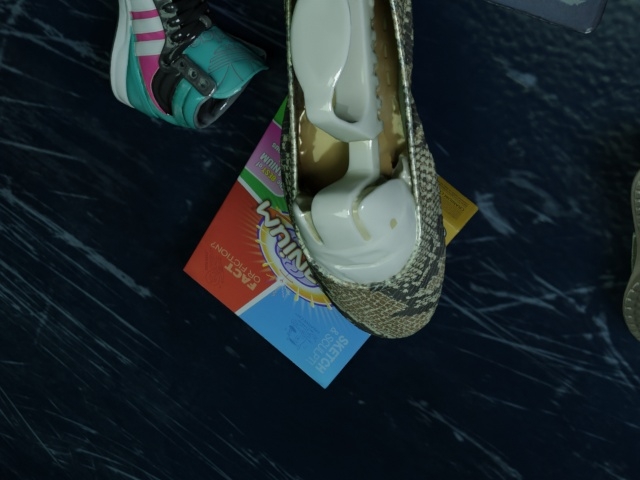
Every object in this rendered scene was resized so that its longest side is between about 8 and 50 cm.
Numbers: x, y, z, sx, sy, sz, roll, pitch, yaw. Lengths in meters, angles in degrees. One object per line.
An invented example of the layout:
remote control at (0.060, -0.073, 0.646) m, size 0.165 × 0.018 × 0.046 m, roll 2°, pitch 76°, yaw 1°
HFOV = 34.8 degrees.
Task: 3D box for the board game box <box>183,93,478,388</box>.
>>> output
board game box at (0.000, 0.000, 1.214) m, size 0.242 × 0.064 × 0.316 m, roll 39°, pitch 129°, yaw 5°

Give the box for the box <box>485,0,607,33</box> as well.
box at (0.062, -0.469, 0.710) m, size 0.480 × 0.297 × 0.471 m, roll 21°, pitch 123°, yaw 8°

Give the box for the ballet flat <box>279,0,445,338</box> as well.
ballet flat at (0.024, -0.113, 0.995) m, size 0.164 × 0.182 × 0.482 m, roll -3°, pitch 103°, yaw 14°

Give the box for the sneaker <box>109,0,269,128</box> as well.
sneaker at (-0.139, -0.235, 1.112) m, size 0.178 × 0.124 × 0.295 m, roll 30°, pitch 139°, yaw 17°

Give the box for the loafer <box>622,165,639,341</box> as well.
loafer at (0.355, 0.007, 0.997) m, size 0.102 × 0.092 × 0.268 m, roll 13°, pitch 139°, yaw 26°
